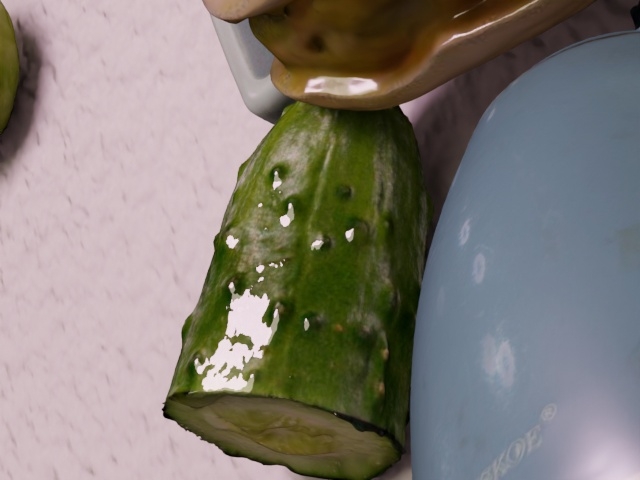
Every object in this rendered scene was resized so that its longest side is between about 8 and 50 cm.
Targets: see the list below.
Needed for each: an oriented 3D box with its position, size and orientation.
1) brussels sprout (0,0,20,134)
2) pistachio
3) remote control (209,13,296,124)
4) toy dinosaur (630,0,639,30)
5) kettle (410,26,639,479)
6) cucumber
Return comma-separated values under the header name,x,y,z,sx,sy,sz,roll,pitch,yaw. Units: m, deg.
name,x,y,z,sx,sy,sz,roll,pitch,yaw
brussels sprout,-0.279,-0.120,1.356,0.149,0.122,0.151,-49,8,12
pistachio,0.071,-0.184,0.930,0.288,0.166,0.197,-25,37,15
remote control,0.050,-0.200,1.087,0.296,0.056,0.140,-42,48,24
toy dinosaur,0.277,-0.169,0.823,0.363,0.076,0.147,1,82,53
kettle,0.169,0.027,0.715,0.319,0.247,0.342,-50,30,33
cucumber,0.000,0.001,1.000,0.134,0.134,0.244,-8,62,44
